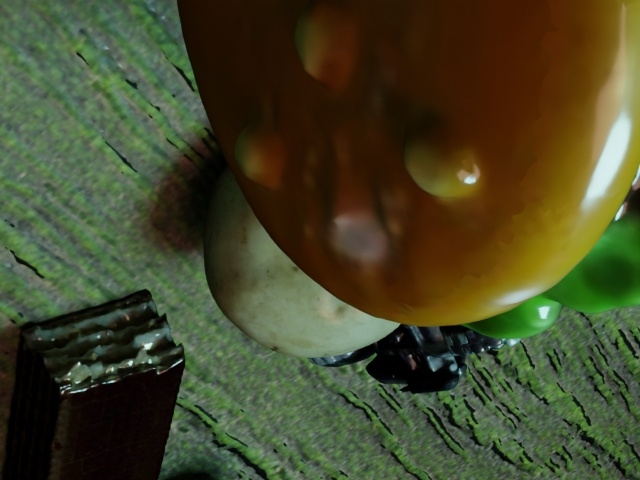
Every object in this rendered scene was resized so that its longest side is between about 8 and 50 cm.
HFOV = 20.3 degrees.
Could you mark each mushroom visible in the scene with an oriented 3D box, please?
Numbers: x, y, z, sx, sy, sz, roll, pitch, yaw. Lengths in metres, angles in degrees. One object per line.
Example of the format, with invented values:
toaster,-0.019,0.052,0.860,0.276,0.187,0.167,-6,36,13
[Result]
mushroom,0.000,0.000,1.252,0.166,0.166,0.127,-43,-174,13

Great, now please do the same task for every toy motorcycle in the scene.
toy motorcycle,0.097,0.042,1.357,0.159,0.106,0.270,-37,-165,-32

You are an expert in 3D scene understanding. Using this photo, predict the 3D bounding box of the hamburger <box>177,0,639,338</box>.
hamburger,0.083,-0.140,0.943,0.277,0.396,0.396,-13,141,-33

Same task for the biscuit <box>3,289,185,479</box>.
biscuit,-0.175,0.146,1.352,0.106,0.070,0.252,-16,143,-28
